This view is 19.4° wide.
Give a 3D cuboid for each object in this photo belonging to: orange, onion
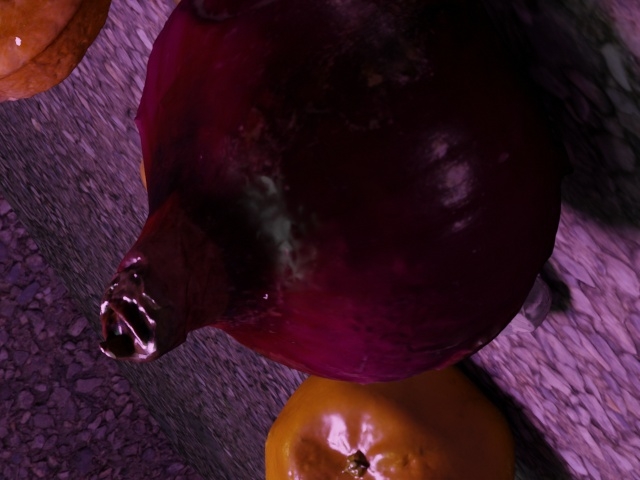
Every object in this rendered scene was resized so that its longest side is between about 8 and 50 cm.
[{"bbox_3d":[0.073,0.248,2.005,0.279,0.279,0.235,46,176,19],"label":"orange"},{"bbox_3d":[-0.017,-0.031,1.352,0.348,0.385,0.348,29,139,29],"label":"onion"}]

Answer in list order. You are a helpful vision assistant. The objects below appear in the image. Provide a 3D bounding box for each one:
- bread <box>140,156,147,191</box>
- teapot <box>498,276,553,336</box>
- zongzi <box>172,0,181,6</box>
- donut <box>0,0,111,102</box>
[{"bbox_3d":[-0.126,-0.067,2.112,0.098,0.147,0.217,16,157,15],"label":"bread"},{"bbox_3d":[0.086,0.031,1.643,0.221,0.163,0.178,55,158,-16],"label":"teapot"},{"bbox_3d":[-0.085,-0.236,1.632,0.228,0.115,0.256,51,175,8],"label":"zongzi"},{"bbox_3d":[-0.380,-0.295,2.030,0.150,0.299,0.317,49,-160,-65],"label":"donut"}]
